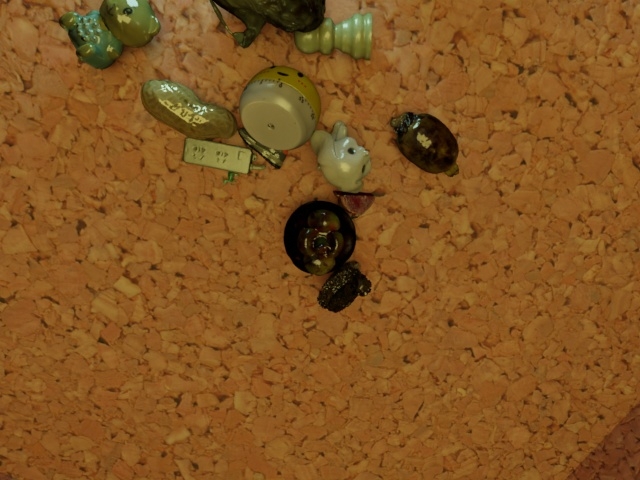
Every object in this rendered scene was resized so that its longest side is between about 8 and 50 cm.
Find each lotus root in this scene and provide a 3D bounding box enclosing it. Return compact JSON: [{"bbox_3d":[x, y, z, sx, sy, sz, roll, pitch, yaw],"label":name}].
[{"bbox_3d":[0.382,-0.334,1.613,0.314,0.141,0.169,37,106,-15],"label":"lotus root"}]

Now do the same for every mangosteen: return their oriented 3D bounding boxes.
[{"bbox_3d":[0.003,0.001,1.619,0.233,0.287,0.287,27,105,-34],"label":"mangosteen"}]

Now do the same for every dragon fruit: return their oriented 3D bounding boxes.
[{"bbox_3d":[0.117,-0.131,1.686,0.147,0.102,0.096,3,109,-10],"label":"dragon fruit"}]

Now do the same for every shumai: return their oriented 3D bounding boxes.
[{"bbox_3d":[-0.187,-0.775,1.353,0.348,0.395,0.395,-8,109,21],"label":"shumai"}]

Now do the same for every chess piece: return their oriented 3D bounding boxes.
[{"bbox_3d":[0.039,-0.660,1.498,0.251,0.144,0.144,0,107,2],"label":"chess piece"}]

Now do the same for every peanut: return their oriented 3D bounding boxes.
[{"bbox_3d":[-0.435,-0.429,1.534,0.325,0.140,0.153,19,63,-17],"label":"peanut"}]

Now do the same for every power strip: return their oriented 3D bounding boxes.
[{"bbox_3d":[-0.333,-0.293,1.616,0.288,0.053,0.093,10,100,-3],"label":"power strip"}]

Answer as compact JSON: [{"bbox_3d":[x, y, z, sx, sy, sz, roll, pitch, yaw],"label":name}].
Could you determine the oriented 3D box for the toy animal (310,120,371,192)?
[{"bbox_3d":[0.063,-0.278,1.558,0.174,0.289,0.249,-38,85,10],"label":"toy animal"}]

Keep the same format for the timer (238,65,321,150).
[{"bbox_3d":[-0.114,-0.462,1.512,0.285,0.285,0.285,-1,107,-4],"label":"timer"}]

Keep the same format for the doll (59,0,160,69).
[{"bbox_3d":[-0.637,-0.662,1.432,0.261,0.161,0.177,-30,85,7],"label":"doll"}]

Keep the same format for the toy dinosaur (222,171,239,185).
[{"bbox_3d":[-0.326,-0.239,1.659,0.062,0.021,0.083,-15,92,-5],"label":"toy dinosaur"}]

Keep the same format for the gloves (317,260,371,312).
[{"bbox_3d":[0.086,0.171,1.677,0.210,0.312,0.135,-40,87,18],"label":"gloves"}]

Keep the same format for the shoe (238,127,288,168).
[{"bbox_3d":[-0.198,-0.338,1.616,0.194,0.074,0.077,40,89,-17],"label":"shoe"}]
